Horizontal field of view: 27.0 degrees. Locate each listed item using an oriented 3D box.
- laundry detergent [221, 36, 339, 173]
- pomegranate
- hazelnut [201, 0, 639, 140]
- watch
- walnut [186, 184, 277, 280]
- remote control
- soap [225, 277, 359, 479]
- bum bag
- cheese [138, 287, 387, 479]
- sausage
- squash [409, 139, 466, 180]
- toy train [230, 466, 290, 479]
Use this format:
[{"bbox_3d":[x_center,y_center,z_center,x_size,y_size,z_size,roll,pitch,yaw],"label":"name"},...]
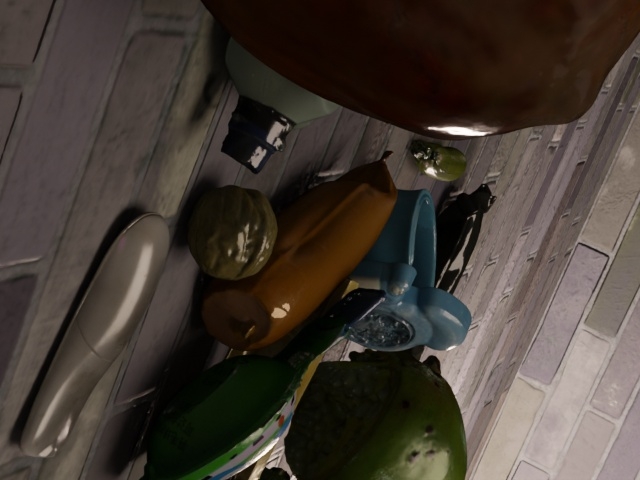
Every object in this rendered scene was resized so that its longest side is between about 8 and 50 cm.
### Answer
[{"bbox_3d":[-0.001,-0.185,1.161,0.280,0.105,0.215,-64,170,-2],"label":"laundry detergent"},{"bbox_3d":[0.058,0.298,1.777,0.340,0.260,0.260,-62,162,0],"label":"pomegranate"},{"bbox_3d":[0.059,-0.239,0.879,0.366,0.366,0.366,-53,160,-30],"label":"hazelnut"},{"bbox_3d":[0.083,0.023,1.614,0.211,0.211,0.193,89,11,-55],"label":"watch"},{"bbox_3d":[-0.081,-0.007,1.228,0.092,0.092,0.092,-53,160,-30],"label":"walnut"},{"bbox_3d":[-0.183,0.082,1.123,0.229,0.044,0.073,-65,165,1],"label":"remote control"},{"bbox_3d":[-0.056,0.137,1.478,0.252,0.092,0.037,-62,160,-5],"label":"soap"},{"bbox_3d":[0.179,0.046,2.051,0.326,0.080,0.142,-64,170,-10],"label":"bum bag"},{"bbox_3d":[-0.062,0.152,1.358,0.320,0.083,0.204,-38,-168,-15],"label":"cheese"},{"bbox_3d":[-0.004,0.000,1.415,0.328,0.112,0.112,-45,154,-45],"label":"sausage"},{"bbox_3d":[0.162,-0.108,1.820,0.052,0.052,0.183,-66,163,6],"label":"squash"},{"bbox_3d":[-0.112,0.371,1.658,0.225,0.090,0.137,-39,153,-53],"label":"toy train"}]
